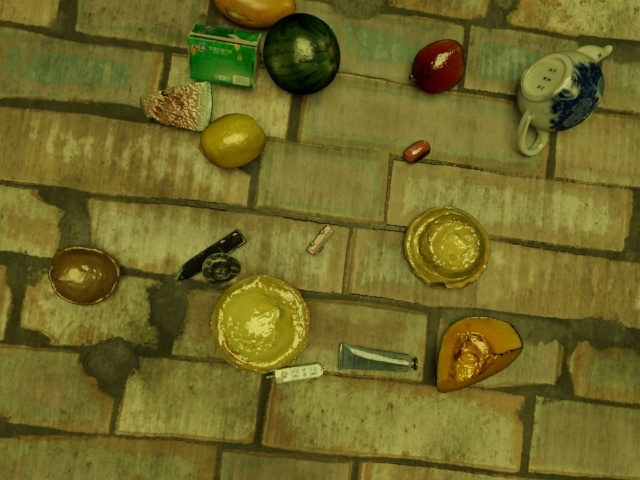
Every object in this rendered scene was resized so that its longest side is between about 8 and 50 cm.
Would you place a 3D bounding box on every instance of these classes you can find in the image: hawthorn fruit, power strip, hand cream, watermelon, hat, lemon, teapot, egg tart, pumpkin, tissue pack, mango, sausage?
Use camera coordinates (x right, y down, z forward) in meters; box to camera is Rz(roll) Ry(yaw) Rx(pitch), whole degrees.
[{"bbox_3d":[0.374,-0.566,1.543,0.188,0.169,0.168,-12,88,-1],"label":"hawthorn fruit"},{"bbox_3d":[-0.078,0.424,1.515,0.191,0.030,0.047,-8,87,-5],"label":"power strip"},{"bbox_3d":[0.185,0.384,1.527,0.256,0.055,0.088,5,94,-2],"label":"hand cream"},{"bbox_3d":[-0.464,-0.429,1.518,0.242,0.094,0.153,2,96,-3],"label":"watermelon"},{"bbox_3d":[-0.308,0.095,1.485,0.121,0.050,0.121,-7,113,-16],"label":"hat"},{"bbox_3d":[-0.276,-0.308,1.478,0.208,0.170,0.169,-24,89,-4],"label":"lemon"},{"bbox_3d":[0.788,-0.466,1.542,0.280,0.252,0.423,21,107,-39],"label":"teapot"},{"bbox_3d":[-0.059,-0.574,1.469,0.243,0.242,0.242,0,87,-4],"label":"watermelon"},{"bbox_3d":[0.418,0.024,1.535,0.291,0.115,0.289,0,88,-3],"label":"egg tart"},{"bbox_3d":[0.472,0.365,1.532,0.313,0.148,0.169,-20,48,-9],"label":"pumpkin"},{"bbox_3d":[-0.184,0.255,1.474,0.315,0.120,0.314,0,85,-3],"label":"egg tart"},{"bbox_3d":[-0.299,-0.595,1.509,0.209,0.147,0.156,8,46,-3],"label":"tissue pack"},{"bbox_3d":[-0.221,-0.781,1.519,0.291,0.160,0.190,16,79,-13],"label":"mango"},{"bbox_3d":[0.320,-0.297,1.572,0.094,0.059,0.054,-34,72,-2],"label":"sausage"}]

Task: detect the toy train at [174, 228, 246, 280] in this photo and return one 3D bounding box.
[{"bbox_3d":[-0.357,0.049,1.509,0.252,0.048,0.055,-32,110,0],"label":"toy train"}]

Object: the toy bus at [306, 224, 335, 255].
[{"bbox_3d":[0.000,0.000,1.546,0.043,0.031,0.110,40,84,-8],"label":"toy bus"}]

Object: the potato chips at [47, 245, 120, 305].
[{"bbox_3d":[-0.725,0.104,1.471,0.208,0.062,0.195,-23,94,-6],"label":"potato chips"}]
